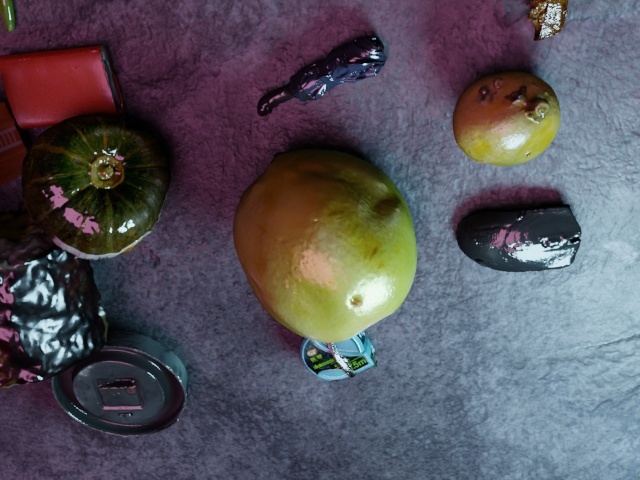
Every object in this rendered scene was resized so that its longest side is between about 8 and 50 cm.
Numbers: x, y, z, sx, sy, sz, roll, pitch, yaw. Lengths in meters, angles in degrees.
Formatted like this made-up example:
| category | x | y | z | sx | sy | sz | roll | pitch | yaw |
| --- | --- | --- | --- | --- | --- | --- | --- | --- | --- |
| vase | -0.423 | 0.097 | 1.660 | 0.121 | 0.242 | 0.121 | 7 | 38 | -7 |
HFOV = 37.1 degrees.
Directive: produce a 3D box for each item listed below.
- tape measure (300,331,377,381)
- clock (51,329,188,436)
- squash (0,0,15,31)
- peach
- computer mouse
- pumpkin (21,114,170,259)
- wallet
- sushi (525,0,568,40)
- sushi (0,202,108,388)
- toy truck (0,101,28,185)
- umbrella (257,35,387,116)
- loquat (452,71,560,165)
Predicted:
| category | x | y | z | sx | sy | sz | roll | pitch | yaw |
| --- | --- | --- | --- | --- | --- | --- | --- | --- | --- |
| tape measure | 0.026 | 0.210 | 1.845 | 0.125 | 0.081 | 0.146 | -24 | 110 | 19 |
| clock | -0.408 | 0.296 | 1.962 | 0.281 | 0.055 | 0.280 | 2 | 130 | 3 |
| squash | -0.546 | -0.406 | 1.660 | 0.027 | 0.027 | 0.089 | 1 | 120 | 11 |
| peach | 0.002 | 0.007 | 1.625 | 0.316 | 0.314 | 0.281 | 41 | 133 | -9 |
| computer mouse | 0.346 | -0.003 | 1.672 | 0.217 | 0.073 | 0.122 | -4 | 117 | 12 |
| pumpkin | -0.400 | -0.099 | 1.685 | 0.260 | 0.260 | 0.189 | 48 | 153 | -15 |
| wallet | -0.460 | -0.273 | 1.702 | 0.205 | 0.045 | 0.142 | -3 | 120 | 14 |
| sushi | 0.351 | -0.362 | 1.484 | 0.060 | 0.061 | 0.117 | -2 | 119 | -1 |
| sushi | -0.568 | 0.104 | 1.793 | 0.300 | 0.281 | 0.294 | 4 | 113 | 17 |
| toy truck | -0.729 | -0.128 | 1.742 | 0.388 | 0.207 | 0.173 | -13 | 105 | 26 |
| umbrella | -0.006 | -0.273 | 1.601 | 0.248 | 0.071 | 0.071 | -19 | 113 | 22 |
| loquat | 0.300 | -0.196 | 1.520 | 0.172 | 0.204 | 0.149 | -5 | 85 | -17 |
